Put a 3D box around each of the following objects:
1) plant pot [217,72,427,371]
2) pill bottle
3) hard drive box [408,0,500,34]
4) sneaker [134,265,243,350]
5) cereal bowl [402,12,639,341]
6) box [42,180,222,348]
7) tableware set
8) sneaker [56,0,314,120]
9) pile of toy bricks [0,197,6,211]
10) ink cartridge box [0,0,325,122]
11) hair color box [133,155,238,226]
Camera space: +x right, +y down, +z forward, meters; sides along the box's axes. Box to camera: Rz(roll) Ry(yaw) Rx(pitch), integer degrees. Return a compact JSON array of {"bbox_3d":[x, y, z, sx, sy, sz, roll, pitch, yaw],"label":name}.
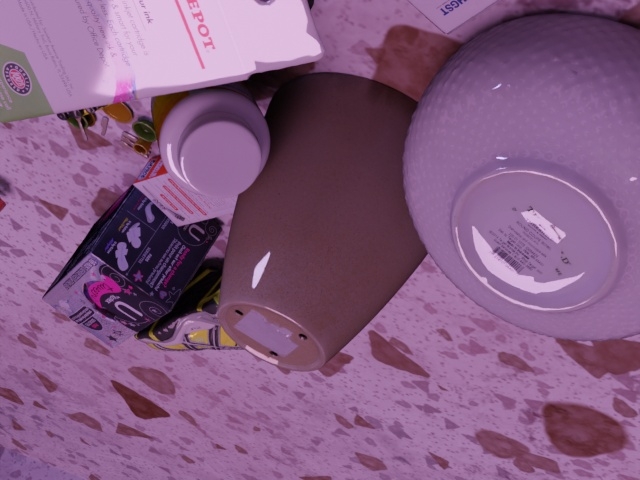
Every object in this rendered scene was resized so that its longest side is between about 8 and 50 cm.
[{"bbox_3d":[0.000,0.000,1.256,0.257,0.274,0.256,20,149,13],"label":"plant pot"},{"bbox_3d":[-0.120,-0.121,1.218,0.117,0.117,0.215,42,-171,-24],"label":"pill bottle"},{"bbox_3d":[0.089,-0.302,0.911,0.232,0.089,0.181,39,148,-18],"label":"hard drive box"},{"bbox_3d":[-0.144,0.120,1.678,0.147,0.145,0.385,43,148,-24],"label":"sneaker"},{"bbox_3d":[0.226,-0.035,1.070,0.339,0.141,0.338,16,130,20],"label":"cereal bowl"},{"bbox_3d":[-0.277,0.037,1.633,0.142,0.163,0.247,37,149,-13],"label":"box"},{"bbox_3d":[-0.288,-0.159,1.484,0.154,0.024,0.104,30,149,-3],"label":"tableware set"},{"bbox_3d":[-0.162,-0.237,1.185,0.344,0.146,0.134,-9,118,25],"label":"sneaker"},{"bbox_3d":[-0.588,-0.089,1.716,0.212,0.118,0.105,46,164,-30],"label":"pile of toy bricks"},{"bbox_3d":[-0.167,-0.244,1.016,0.354,0.119,0.207,-6,122,24],"label":"ink cartridge box"},{"bbox_3d":[-0.159,-0.077,1.480,0.167,0.053,0.093,-12,132,45],"label":"hair color box"}]
